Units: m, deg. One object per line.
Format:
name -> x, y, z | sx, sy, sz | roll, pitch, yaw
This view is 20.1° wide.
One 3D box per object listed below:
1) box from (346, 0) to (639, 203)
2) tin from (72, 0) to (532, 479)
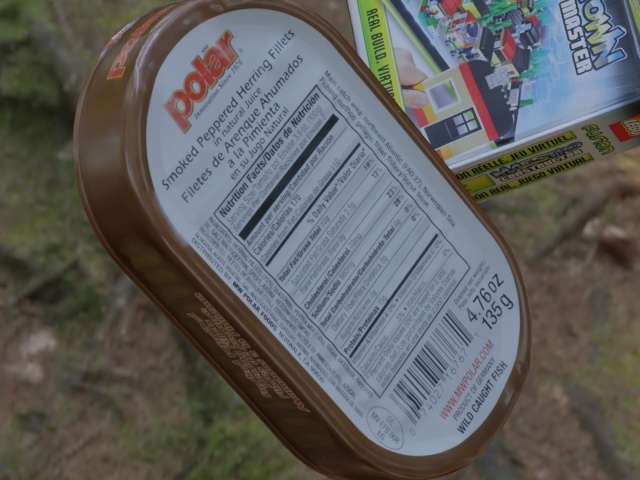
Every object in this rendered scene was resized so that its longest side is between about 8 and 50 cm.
box -> 0.066, -0.119, 0.744 | 0.036, 0.114, 0.207 | 39, 35, -56
tin -> 0.000, 0.000, 0.599 | 0.189, 0.040, 0.106 | 48, 56, -21
